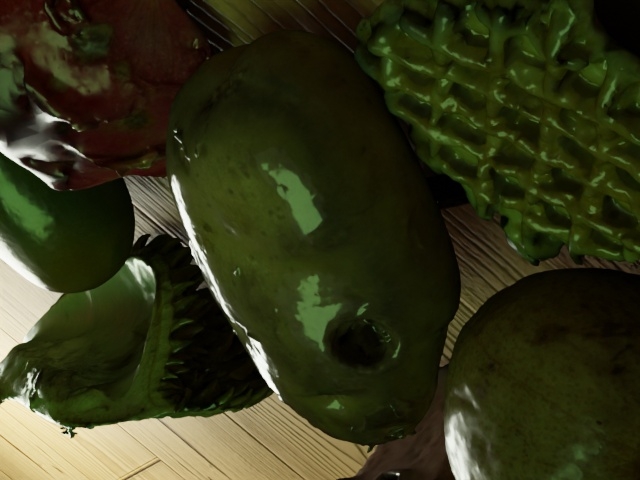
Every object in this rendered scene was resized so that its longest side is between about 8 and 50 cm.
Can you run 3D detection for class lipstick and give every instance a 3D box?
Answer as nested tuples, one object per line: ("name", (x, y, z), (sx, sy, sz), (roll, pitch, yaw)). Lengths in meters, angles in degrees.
("lipstick", (0.081, -0.033, 1.107), (0.027, 0.027, 0.176), (48, 150, -20))

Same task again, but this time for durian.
("durian", (-0.169, 0.113, 1.449), (0.163, 0.198, 0.394), (49, 153, -25))

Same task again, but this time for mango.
("mango", (-0.251, -0.062, 1.361), (0.251, 0.114, 0.156), (46, 159, -19))

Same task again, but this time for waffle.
("waffle", (0.118, -0.069, 0.933), (0.204, 0.054, 0.223), (47, 158, -21))

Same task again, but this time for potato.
("potato", (0.000, 0.000, 1.089), (0.192, 0.141, 0.296), (11, 124, 45))

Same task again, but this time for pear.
("pear", (0.184, 0.121, 1.017), (0.228, 0.188, 0.211), (34, -173, -13))

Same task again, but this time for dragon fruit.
("dragon fruit", (-0.166, -0.126, 1.142), (0.161, 0.126, 0.274), (4, 139, 49))

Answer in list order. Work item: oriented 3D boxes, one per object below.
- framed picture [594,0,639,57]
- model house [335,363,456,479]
("framed picture", (0.195, -0.134, 0.811), (0.296, 0.019, 0.232), (20, 152, 32))
("model house", (0.138, 0.248, 1.249), (0.202, 0.237, 0.237), (0, 136, 53))
